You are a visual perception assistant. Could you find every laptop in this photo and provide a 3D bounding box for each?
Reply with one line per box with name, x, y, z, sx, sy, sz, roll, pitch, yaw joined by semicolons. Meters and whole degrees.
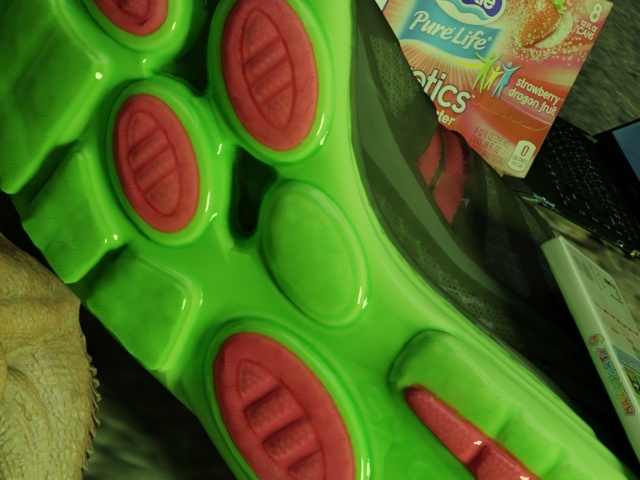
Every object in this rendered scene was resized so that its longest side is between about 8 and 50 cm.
laptop;0.275;-0.100;1.349;0.264;0.136;0.234;27;24;-21

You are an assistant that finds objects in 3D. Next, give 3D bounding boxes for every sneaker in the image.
sneaker;0.000;0.000;0.687;0.482;0.185;0.202;62;13;1

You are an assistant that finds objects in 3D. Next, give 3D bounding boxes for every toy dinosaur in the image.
toy dinosaur;-0.158;0.013;0.549;0.296;0.127;0.200;41;20;5

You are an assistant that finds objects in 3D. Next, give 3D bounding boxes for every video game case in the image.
video game case;0.132;0.061;0.637;0.087;0.011;0.122;29;36;-61

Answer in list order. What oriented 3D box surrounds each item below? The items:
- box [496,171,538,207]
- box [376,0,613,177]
box;0.001;-0.107;1.078;0.216;0.060;0.270;9;35;-46
box;0.033;-0.148;0.931;0.257;0.128;0.122;19;13;-34
